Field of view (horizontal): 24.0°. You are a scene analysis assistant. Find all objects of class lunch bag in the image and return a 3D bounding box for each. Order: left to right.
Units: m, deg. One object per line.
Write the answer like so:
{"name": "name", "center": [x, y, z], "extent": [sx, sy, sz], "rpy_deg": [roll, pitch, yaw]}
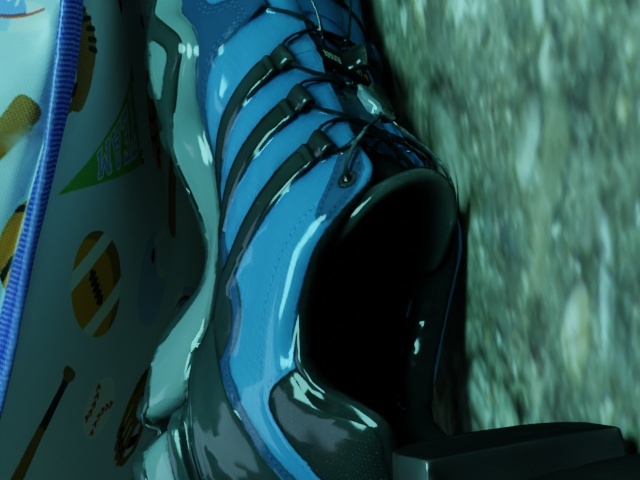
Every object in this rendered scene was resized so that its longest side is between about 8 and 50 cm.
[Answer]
{"name": "lunch bag", "center": [-0.180, -0.019, 0.750], "extent": [0.328, 0.238, 0.386], "rpy_deg": [-2, -71, -82]}

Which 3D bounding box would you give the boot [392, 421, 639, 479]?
{"name": "boot", "center": [0.075, 0.191, 0.354], "extent": [0.264, 0.096, 0.281], "rpy_deg": [154, 107, -78]}

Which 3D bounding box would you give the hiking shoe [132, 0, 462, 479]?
{"name": "hiking shoe", "center": [0.007, -0.027, 0.598], "extent": [0.132, 0.113, 0.304], "rpy_deg": [-17, 68, 44]}
